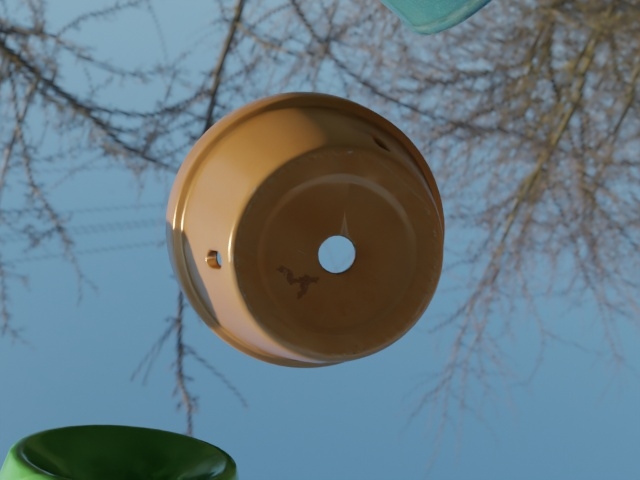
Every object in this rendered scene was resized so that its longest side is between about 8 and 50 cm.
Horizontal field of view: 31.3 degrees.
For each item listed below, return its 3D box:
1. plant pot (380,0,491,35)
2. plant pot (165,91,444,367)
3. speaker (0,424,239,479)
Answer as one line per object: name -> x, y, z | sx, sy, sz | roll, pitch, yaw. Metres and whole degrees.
plant pot -> 0.061, -0.353, 0.942 | 0.255, 0.271, 0.271 | 32, -159, -20
plant pot -> 0.000, 0.000, 1.124 | 0.291, 0.290, 0.203 | 18, -176, -13
speaker -> -0.110, 0.248, 0.558 | 0.131, 0.296, 0.131 | 7, -174, -1
